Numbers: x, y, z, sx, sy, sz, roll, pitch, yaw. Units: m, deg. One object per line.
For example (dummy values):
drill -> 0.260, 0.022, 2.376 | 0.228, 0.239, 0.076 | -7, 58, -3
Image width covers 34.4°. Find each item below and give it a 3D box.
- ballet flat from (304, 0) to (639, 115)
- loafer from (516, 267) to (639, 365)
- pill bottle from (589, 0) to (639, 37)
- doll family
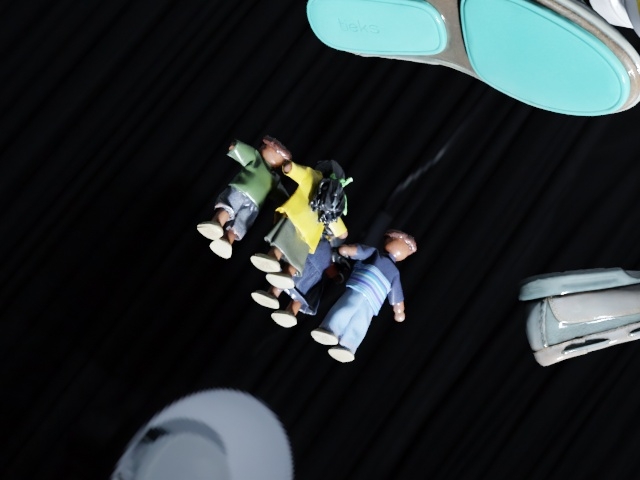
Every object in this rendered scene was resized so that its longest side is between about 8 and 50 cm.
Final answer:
ballet flat -> 0.085, -0.124, 0.557 | 0.213, 0.068, 0.072 | 21, 143, 36
loafer -> 0.314, 0.066, 0.958 | 0.268, 0.084, 0.096 | -3, 171, -7
pill bottle -> 0.250, -0.156, 0.619 | 0.103, 0.103, 0.184 | 47, 171, -32
doll family -> 0.000, 0.000, 0.759 | 0.076, 0.111, 0.193 | 7, 144, 38
